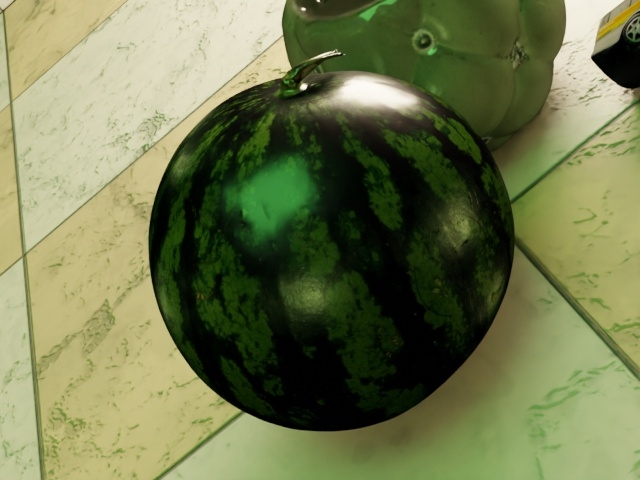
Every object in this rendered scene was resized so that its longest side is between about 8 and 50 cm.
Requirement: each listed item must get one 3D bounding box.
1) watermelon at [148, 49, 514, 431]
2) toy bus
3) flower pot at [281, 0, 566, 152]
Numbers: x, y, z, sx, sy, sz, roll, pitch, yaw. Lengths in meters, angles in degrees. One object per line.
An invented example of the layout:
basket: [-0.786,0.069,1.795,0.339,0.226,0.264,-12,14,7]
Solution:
watermelon: [0.001,0.005,0.615,0.268,0.269,0.269,-24,42,24]
toy bus: [0.281,-0.181,0.634,0.172,0.057,0.072,-38,29,54]
flower pot: [0.092,-0.182,0.742,0.246,0.195,0.246,-23,44,24]
